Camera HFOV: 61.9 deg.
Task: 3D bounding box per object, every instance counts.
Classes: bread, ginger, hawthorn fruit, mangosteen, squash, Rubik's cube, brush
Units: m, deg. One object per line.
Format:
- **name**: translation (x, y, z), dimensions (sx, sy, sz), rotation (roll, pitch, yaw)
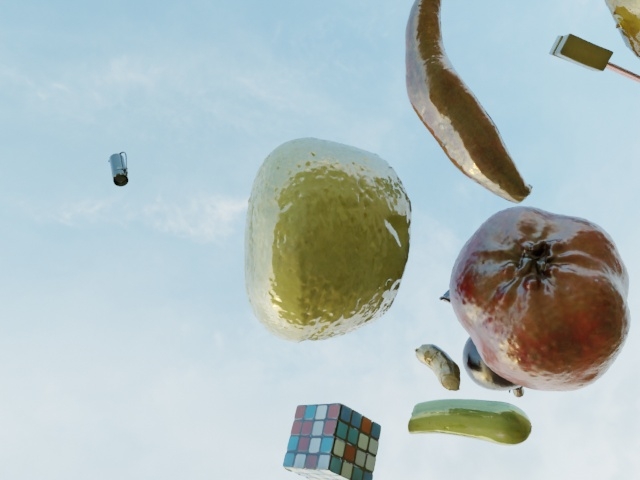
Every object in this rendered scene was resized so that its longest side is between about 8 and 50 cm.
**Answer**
- **bread**: translation (-0.011, -0.001, 0.842), dimensions (0.237, 0.320, 0.321), rotation (7, -80, -25)
- **ginger**: translation (0.364, 0.380, 1.620), dimensions (0.095, 0.190, 0.069), rotation (-26, -46, -23)
- **hawthorn fruit**: translation (0.359, 0.111, 0.884), dimensions (0.287, 0.287, 0.330), rotation (-41, -39, -7)
- **mangosteen**: translation (0.567, 0.378, 1.630), dimensions (0.235, 0.235, 0.261), rotation (-32, -79, -10)
- **squash**: translation (0.292, 0.361, 1.070), dimensions (0.083, 0.250, 0.083), rotation (17, -111, -56)
- **Rubik's cube**: translation (0.030, 0.482, 1.252), dimensions (0.154, 0.155, 0.151), rotation (37, -129, -32)
- **brush**: translation (0.618, -0.378, 1.146), dimensions (0.233, 0.103, 0.047), rotation (23, -68, 3)

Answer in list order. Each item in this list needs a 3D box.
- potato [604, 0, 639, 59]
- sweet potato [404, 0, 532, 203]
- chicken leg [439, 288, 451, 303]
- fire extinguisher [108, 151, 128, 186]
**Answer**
- **potato**: translation (0.685, -0.504, 1.064), dimensions (0.229, 0.229, 0.266), rotation (-26, -98, -12)
- **sweet potato**: translation (0.132, -0.148, 0.545), dimensions (0.078, 0.058, 0.255), rotation (-23, -102, 13)
- **chicken leg**: translation (0.467, 0.168, 1.620), dimensions (0.177, 0.322, 0.083), rotation (-4, -91, -18)
- **fire extinguisher**: translation (-0.341, -0.128, 0.908), dimensions (0.038, 0.083, 0.025), rotation (-36, -42, 6)
